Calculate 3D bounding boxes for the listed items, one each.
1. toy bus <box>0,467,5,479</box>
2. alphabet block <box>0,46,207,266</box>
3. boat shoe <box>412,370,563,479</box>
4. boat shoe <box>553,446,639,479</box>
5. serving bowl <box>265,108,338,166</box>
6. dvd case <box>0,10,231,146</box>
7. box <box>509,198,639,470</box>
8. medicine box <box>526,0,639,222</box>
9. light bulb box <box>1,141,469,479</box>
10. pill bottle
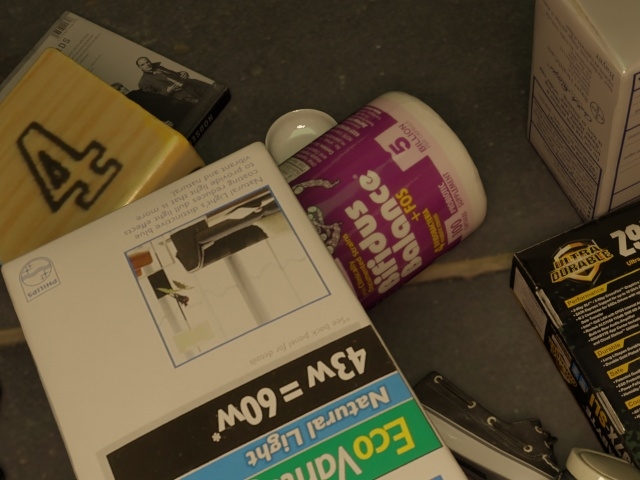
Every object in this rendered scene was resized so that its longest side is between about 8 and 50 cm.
[{"bbox_3d":[-0.427,0.194,1.190,0.211,0.149,0.220,-19,61,11],"label":"toy bus"},{"bbox_3d":[-0.230,-0.035,1.242,0.193,0.192,0.197,34,80,20],"label":"alphabet block"},{"bbox_3d":[0.175,0.191,1.147,0.228,0.080,0.076,27,68,29],"label":"boat shoe"},{"bbox_3d":[0.297,0.252,1.048,0.079,0.254,0.095,-61,24,12],"label":"boat shoe"},{"bbox_3d":[-0.017,-0.102,1.366,0.083,0.027,0.083,-3,59,5],"label":"serving bowl"},{"bbox_3d":[-0.248,-0.151,1.424,0.239,0.029,0.179,27,67,21],"label":"dvd case"},{"bbox_3d":[0.381,0.067,1.188,0.322,0.079,0.257,-23,58,-6],"label":"box"},{"bbox_3d":[0.350,-0.179,1.211,0.263,0.289,0.149,-25,62,-8],"label":"medicine box"},{"bbox_3d":[-0.030,0.191,0.948,0.225,0.358,0.361,-27,50,-5],"label":"light bulb box"},{"bbox_3d":[0.000,0.000,1.222,0.301,0.169,0.169,-36,62,-13],"label":"pill bottle"}]
